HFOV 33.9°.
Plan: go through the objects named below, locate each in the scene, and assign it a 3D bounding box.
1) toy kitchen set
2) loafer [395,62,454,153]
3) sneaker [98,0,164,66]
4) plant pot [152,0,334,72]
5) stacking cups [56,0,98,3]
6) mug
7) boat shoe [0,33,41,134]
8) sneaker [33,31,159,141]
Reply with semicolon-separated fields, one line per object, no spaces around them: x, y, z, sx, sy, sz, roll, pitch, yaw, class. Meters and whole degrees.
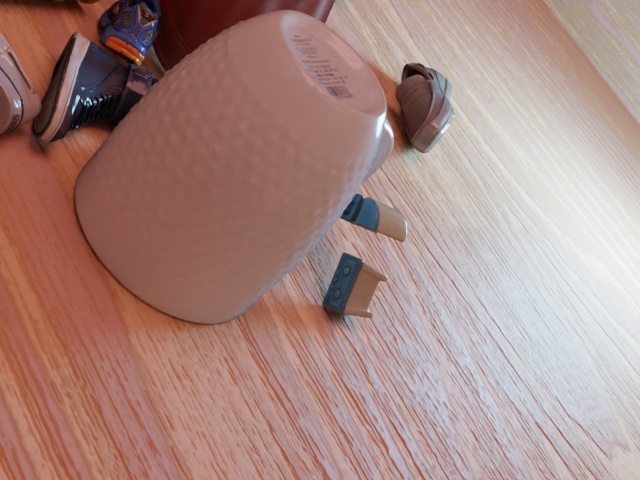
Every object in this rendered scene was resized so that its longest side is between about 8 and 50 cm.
0.000;0.000;1.525;0.122;0.166;0.207;22;1;-38;toy kitchen set
0.196;-0.266;2.071;0.111;0.112;0.319;34;23;-12;loafer
-0.263;-0.314;1.511;0.083;0.087;0.221;34;12;-25;sneaker
-0.093;-0.371;1.548;0.272;0.265;0.272;8;65;-17;plant pot
-0.427;-0.369;1.408;0.316;0.096;0.096;-15;65;-53;stacking cups
-0.060;-0.101;1.294;0.374;0.328;0.276;2;51;-52;mug
-0.427;-0.243;1.234;0.267;0.096;0.088;49;25;2;boat shoe
-0.272;-0.170;1.351;0.163;0.086;0.226;31;31;-20;sneaker
